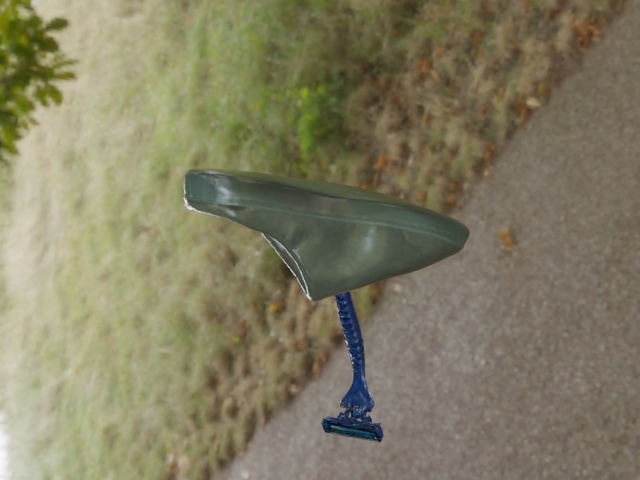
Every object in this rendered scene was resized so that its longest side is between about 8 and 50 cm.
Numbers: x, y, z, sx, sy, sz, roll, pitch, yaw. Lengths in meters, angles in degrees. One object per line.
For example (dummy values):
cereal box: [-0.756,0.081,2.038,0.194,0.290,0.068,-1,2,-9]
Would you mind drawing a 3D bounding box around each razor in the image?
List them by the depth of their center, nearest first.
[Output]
razor: [0.037,0.127,1.507,0.056,0.093,0.324,-34,-58,-55]

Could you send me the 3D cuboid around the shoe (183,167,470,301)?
shoe: [0.000,0.000,0.703,0.079,0.195,0.078,-151,74,-68]
